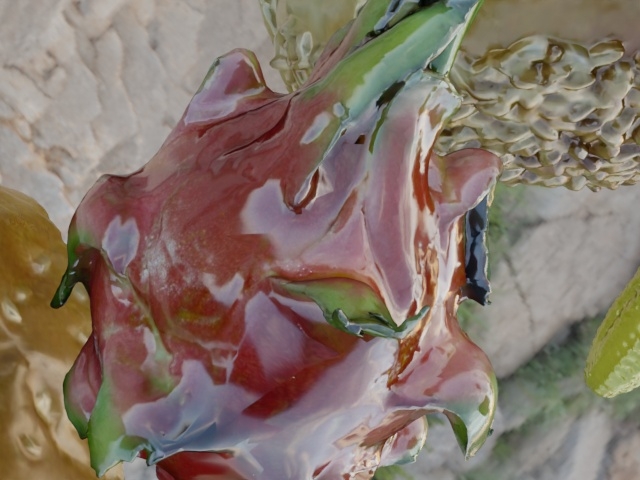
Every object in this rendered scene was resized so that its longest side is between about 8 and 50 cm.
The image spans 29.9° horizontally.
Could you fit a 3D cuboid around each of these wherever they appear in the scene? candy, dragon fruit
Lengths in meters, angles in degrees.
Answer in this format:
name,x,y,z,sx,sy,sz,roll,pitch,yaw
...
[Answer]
name,x,y,z,sx,sy,sz,roll,pitch,yaw
candy,0.379,0.111,1.416,0.094,0.106,0.199,-6,137,-49
dragon fruit,-0.001,0.003,0.383,0.135,0.137,0.236,7,138,-39

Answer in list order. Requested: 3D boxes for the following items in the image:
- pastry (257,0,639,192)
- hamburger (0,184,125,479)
name,x,y,z,sx,sy,sz,roll,pitch,yaw
pastry,0.151,-0.161,0.907,0.409,0.409,0.245,4,89,-38
hamburger,-0.193,0.107,0.442,0.162,0.330,0.209,-17,167,25
